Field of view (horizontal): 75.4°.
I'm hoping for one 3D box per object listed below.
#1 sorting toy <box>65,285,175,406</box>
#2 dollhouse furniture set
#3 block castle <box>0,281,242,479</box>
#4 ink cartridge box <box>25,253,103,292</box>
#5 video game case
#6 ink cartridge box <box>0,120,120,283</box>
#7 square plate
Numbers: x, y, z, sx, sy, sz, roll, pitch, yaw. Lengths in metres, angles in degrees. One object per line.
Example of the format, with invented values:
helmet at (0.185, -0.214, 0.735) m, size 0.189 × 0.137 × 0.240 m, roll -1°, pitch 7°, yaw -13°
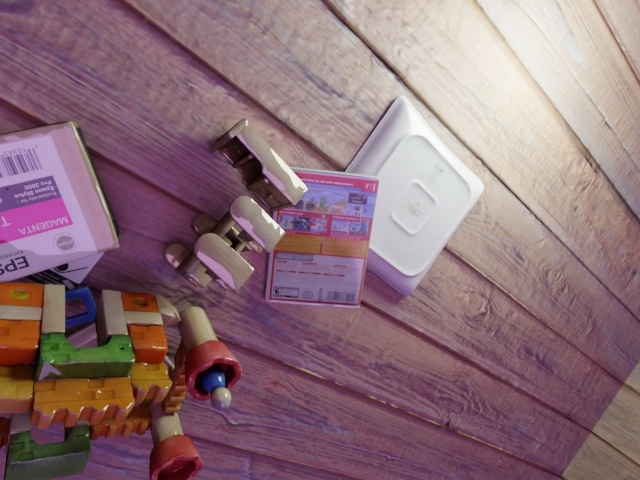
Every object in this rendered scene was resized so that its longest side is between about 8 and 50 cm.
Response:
sorting toy at (-0.395, 0.227, 0.762) m, size 0.196 × 0.047 × 0.347 m, roll -28°, pitch 121°, yaw -10°
dollhouse furniture set at (-0.165, -0.053, 0.690) m, size 0.161 × 0.212 × 0.242 m, roll 46°, pitch 65°, yaw -20°
block castle at (-0.364, 0.249, 0.589) m, size 0.453 × 0.213 × 0.302 m, roll 11°, pitch 112°, yaw -37°
ink cartridge box at (-0.467, -0.003, 0.655) m, size 0.207 × 0.046 × 0.097 m, roll 38°, pitch 88°, yaw -29°
video game case at (0.000, 0.000, 0.849) m, size 0.204 × 0.025 × 0.285 m, roll 5°, pitch 106°, yaw -7°
ink cartridge box at (-0.433, -0.048, 0.581) m, size 0.235 × 0.088 × 0.193 m, roll -20°, pitch 112°, yaw -21°
square plate at (0.197, -0.078, 0.937) m, size 0.347 × 0.049 × 0.344 m, roll 36°, pitch 90°, yaw -30°
